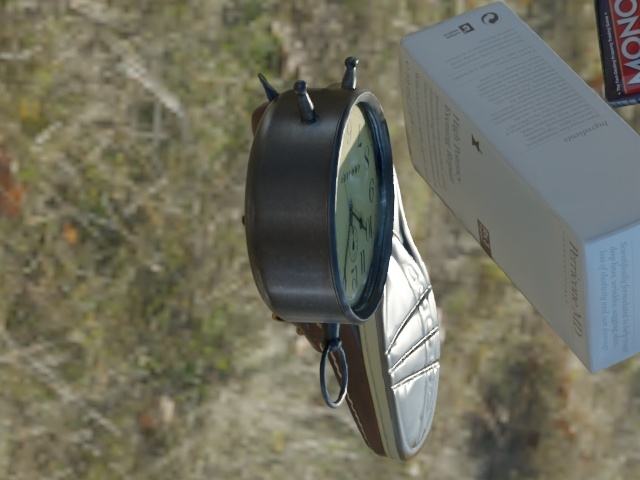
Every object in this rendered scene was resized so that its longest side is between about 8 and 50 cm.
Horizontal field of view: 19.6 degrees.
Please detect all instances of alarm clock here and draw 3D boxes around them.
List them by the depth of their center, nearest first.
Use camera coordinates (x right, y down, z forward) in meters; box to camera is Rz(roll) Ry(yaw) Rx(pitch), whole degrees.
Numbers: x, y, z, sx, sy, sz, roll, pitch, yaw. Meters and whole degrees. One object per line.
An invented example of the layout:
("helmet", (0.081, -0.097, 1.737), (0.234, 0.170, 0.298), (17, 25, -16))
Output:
("alarm clock", (0.000, 0.000, 1.025), (0.129, 0.064, 0.192), (-36, 122, -70))

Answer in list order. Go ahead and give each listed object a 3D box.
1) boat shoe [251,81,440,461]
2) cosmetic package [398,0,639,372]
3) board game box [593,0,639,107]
("boat shoe", (0.014, 0.033, 1.646), (0.123, 0.123, 0.342), (-37, 115, -57))
("cosmetic package", (0.140, -0.038, 1.171), (0.085, 0.231, 0.117), (-23, 134, -13))
("board game box", (0.183, -0.163, 0.922), (0.060, 0.194, 0.194), (23, 62, -70))
